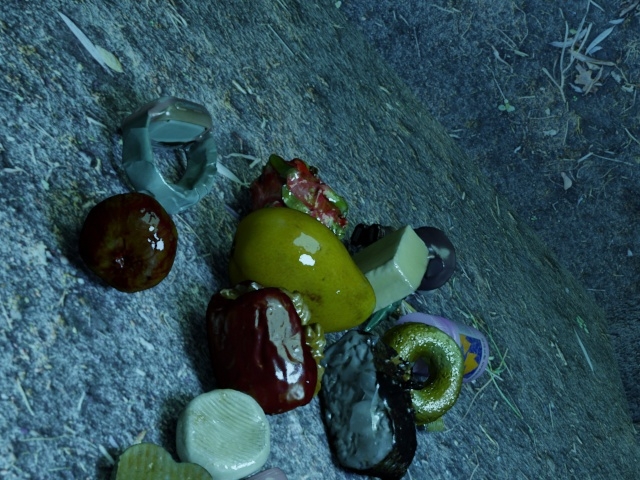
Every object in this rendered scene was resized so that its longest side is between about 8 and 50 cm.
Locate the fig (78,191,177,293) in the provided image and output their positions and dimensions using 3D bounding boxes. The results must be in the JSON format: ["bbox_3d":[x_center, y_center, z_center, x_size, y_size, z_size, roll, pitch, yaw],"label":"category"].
[{"bbox_3d":[-0.389,-0.011,1.550,0.191,0.190,0.290,36,-7,-33],"label":"fig"}]

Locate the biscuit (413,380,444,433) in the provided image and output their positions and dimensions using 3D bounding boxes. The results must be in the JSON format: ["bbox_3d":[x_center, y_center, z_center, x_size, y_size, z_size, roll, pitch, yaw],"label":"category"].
[{"bbox_3d":[0.295,0.455,2.162,0.203,0.016,0.144,23,55,-63],"label":"biscuit"}]

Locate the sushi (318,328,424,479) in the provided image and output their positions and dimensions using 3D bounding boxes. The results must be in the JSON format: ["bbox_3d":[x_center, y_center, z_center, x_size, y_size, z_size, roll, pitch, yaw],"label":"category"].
[{"bbox_3d":[0.133,0.373,1.834,0.207,0.234,0.348,28,42,-44],"label":"sushi"}]

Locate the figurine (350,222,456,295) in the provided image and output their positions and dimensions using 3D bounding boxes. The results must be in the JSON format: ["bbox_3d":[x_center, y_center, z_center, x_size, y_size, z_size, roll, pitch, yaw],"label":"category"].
[{"bbox_3d":[0.261,0.054,2.413,0.365,0.218,0.206,4,74,-43],"label":"figurine"}]

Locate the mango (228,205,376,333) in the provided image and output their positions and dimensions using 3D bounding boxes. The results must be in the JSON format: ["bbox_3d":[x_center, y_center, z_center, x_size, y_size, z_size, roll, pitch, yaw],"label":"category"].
[{"bbox_3d":[-0.044,0.081,1.812,0.378,0.264,0.221,35,32,-20],"label":"mango"}]

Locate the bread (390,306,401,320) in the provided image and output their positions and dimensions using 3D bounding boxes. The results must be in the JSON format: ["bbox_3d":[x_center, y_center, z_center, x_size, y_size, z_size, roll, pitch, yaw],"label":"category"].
[{"bbox_3d":[0.173,0.150,2.316,0.136,0.054,0.154,25,41,-36],"label":"bread"}]

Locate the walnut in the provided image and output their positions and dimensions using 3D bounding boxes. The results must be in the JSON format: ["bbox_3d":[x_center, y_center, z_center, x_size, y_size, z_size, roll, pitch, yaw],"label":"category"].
[{"bbox_3d":[-0.102,0.209,1.603,0.222,0.244,0.269,173,-96,-74],"label":"walnut"}]

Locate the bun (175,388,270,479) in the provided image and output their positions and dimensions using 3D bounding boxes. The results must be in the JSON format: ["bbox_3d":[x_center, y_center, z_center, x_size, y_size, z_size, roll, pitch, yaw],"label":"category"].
[{"bbox_3d":[-0.183,0.365,1.462,0.183,0.102,0.183,15,52,-19],"label":"bun"}]

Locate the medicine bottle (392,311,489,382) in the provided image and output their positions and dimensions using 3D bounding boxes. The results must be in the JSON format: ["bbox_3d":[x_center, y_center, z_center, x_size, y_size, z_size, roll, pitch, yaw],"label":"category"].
[{"bbox_3d":[0.343,0.310,2.278,0.291,0.178,0.178,21,44,-49],"label":"medicine bottle"}]

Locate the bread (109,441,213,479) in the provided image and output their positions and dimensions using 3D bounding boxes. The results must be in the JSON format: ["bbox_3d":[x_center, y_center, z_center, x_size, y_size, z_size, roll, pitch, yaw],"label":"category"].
[{"bbox_3d":[-0.244,0.458,1.249,0.207,0.056,0.286,16,42,-12],"label":"bread"}]

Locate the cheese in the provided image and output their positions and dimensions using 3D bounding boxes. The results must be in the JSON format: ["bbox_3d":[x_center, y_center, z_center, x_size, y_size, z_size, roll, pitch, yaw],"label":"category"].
[{"bbox_3d":[0.136,0.100,2.081,0.124,0.265,0.242,54,28,-7],"label":"cheese"}]

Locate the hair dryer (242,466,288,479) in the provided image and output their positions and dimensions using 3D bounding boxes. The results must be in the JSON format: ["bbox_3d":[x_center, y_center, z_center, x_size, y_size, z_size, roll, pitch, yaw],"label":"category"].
[{"bbox_3d":[-0.154,0.530,1.341,0.352,0.125,0.210,-4,62,-51],"label":"hair dryer"}]

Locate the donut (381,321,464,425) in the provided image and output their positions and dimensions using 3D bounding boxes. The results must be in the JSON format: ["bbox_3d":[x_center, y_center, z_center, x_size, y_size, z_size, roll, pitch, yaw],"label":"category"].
[{"bbox_3d":[0.258,0.338,2.038,0.272,0.107,0.272,3,79,-18],"label":"donut"}]

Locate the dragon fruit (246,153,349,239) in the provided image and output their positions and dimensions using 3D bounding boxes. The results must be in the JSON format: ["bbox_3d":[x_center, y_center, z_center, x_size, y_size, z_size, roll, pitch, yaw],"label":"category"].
[{"bbox_3d":[-0.061,-0.074,2.003,0.237,0.231,0.302,-11,59,-48],"label":"dragon fruit"}]

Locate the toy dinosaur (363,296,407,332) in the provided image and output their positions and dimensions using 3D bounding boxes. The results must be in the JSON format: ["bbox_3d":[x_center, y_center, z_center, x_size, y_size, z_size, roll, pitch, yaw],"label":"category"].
[{"bbox_3d":[0.177,0.154,2.211,0.292,0.079,0.120,-44,117,-49],"label":"toy dinosaur"}]

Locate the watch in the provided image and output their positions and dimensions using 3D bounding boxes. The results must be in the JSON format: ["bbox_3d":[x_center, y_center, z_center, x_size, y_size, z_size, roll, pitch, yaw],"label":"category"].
[{"bbox_3d":[-0.330,-0.183,1.782,0.253,0.162,0.241,3,65,-56],"label":"watch"}]
